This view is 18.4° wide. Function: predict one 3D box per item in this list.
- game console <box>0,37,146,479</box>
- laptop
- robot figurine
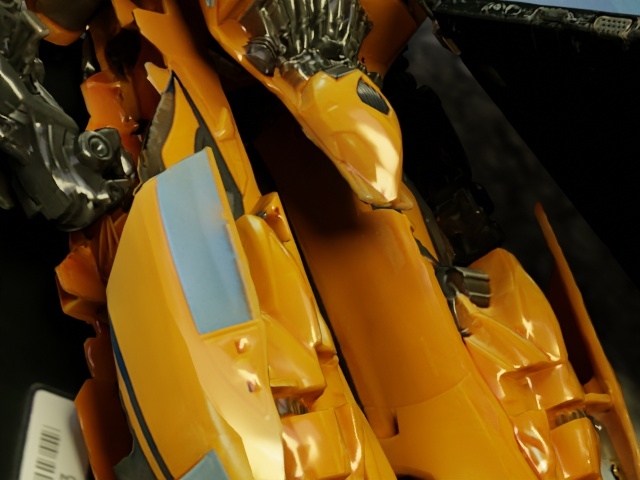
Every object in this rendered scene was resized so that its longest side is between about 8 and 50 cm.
[{"bbox_3d":[-0.201,0.045,0.448,0.342,0.060,0.386,22,45,-20],"label":"game console"},{"bbox_3d":[0.146,-0.032,0.567,0.234,0.264,0.136,47,70,-35],"label":"laptop"},{"bbox_3d":[0.000,0.000,0.537,0.211,0.085,0.291,7,56,-48],"label":"robot figurine"}]
